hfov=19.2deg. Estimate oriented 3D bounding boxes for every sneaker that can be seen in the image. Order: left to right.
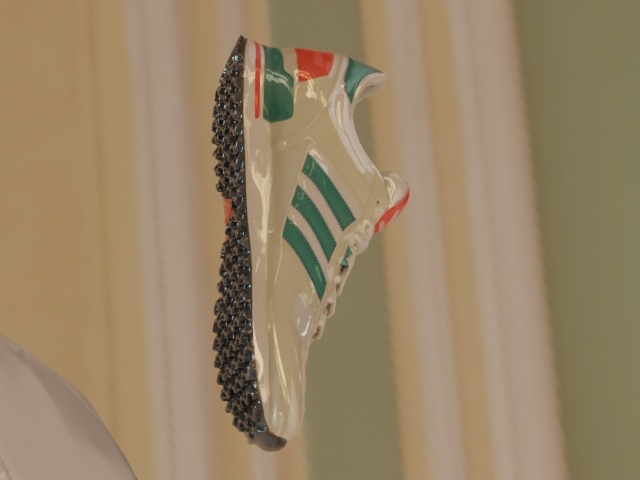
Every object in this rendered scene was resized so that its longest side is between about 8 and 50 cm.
[{"bbox_3d":[0.000,0.000,0.723,0.075,0.057,0.161,2,-107,-15],"label":"sneaker"}]

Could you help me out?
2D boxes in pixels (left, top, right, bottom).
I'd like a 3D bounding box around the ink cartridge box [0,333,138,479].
[{"bbox_3d":[-0.122,0.137,0.400,0.218,0.092,0.158,-35,-120,1],"label":"ink cartridge box"}]
